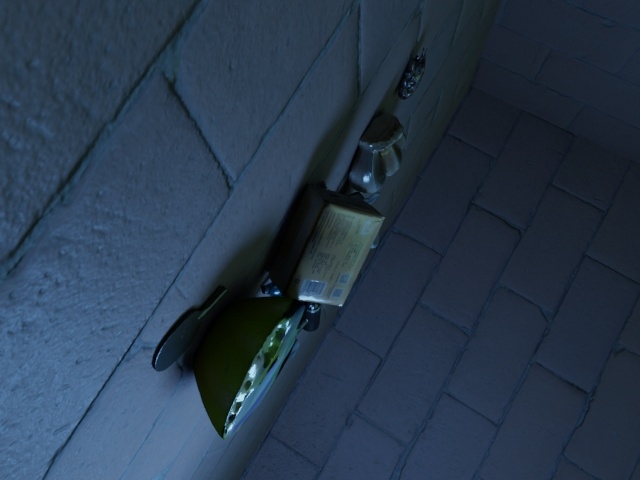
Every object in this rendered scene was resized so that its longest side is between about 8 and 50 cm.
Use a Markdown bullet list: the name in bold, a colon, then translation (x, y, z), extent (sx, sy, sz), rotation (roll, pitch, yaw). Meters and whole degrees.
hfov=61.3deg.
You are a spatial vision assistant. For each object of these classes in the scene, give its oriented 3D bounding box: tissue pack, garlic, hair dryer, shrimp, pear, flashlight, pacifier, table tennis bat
- **tissue pack**: translation (0.000, 0.000, 1.545), extent (0.305, 0.239, 0.238), rotation (-66, 168, 20)
- **garlic**: translation (0.201, -0.286, 1.861), extent (0.279, 0.132, 0.325), rotation (-49, 162, -8)
- **hair dryer**: translation (-0.088, 0.321, 2.031), extent (0.248, 0.078, 0.195), rotation (-45, 156, -32)
- **shrimp**: translation (0.312, -0.561, 1.812), extent (0.073, 0.074, 0.190), rotation (-10, 145, -33)
- **pear**: translation (-0.204, 0.296, 1.409), extent (0.398, 0.165, 0.399), rotation (-57, 168, -19)
- **flashlight**: translation (-0.115, 0.142, 1.601), extent (0.129, 0.051, 0.051), rotation (-5, 132, -34)
- **pacifier**: translation (0.133, -0.058, 1.909), extent (0.227, 0.207, 0.279), rotation (-46, 173, 30)
- **table tennis bat**: translation (-0.284, 0.189, 1.184), extent (0.234, 0.022, 0.131), rotation (-50, 164, -33)

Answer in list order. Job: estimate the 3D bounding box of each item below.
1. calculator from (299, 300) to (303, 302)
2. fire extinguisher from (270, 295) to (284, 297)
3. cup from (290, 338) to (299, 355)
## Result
- **calculator**: translation (-0.091, 0.236, 2.075), extent (0.220, 0.048, 0.329), rotation (-56, 165, -17)
- **fire extinguisher**: translation (-0.055, 0.112, 1.789), extent (0.294, 0.093, 0.118), rotation (-44, 158, -54)
- **cup**: translation (-0.163, 0.443, 2.143), extent (0.128, 0.095, 0.129), rotation (-62, 166, 17)
